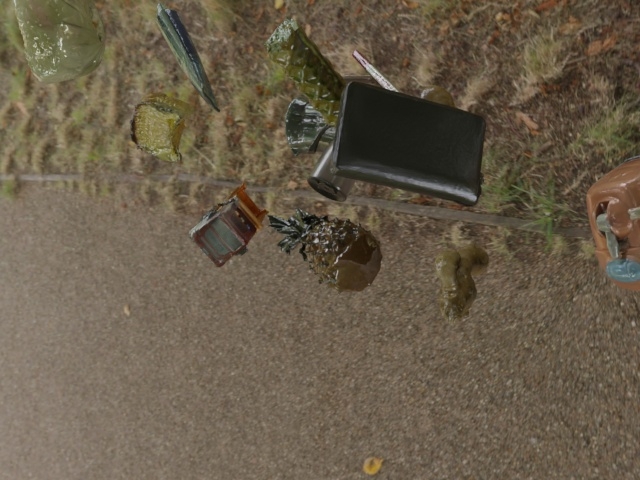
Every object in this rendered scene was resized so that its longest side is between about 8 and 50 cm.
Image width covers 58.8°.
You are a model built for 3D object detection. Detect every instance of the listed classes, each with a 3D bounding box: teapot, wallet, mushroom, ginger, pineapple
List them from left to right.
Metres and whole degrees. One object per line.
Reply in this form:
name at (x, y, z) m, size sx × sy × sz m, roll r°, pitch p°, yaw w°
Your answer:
pineapple at (0.003, -0.002, 1.313) m, size 0.364 × 0.166 × 0.165 m, roll 34°, pitch 110°, yaw 61°
teapot at (0.091, -0.364, 1.729) m, size 0.344 × 0.253 × 0.300 m, roll 12°, pitch 78°, yaw 32°
wallet at (0.138, -0.142, 0.845) m, size 0.250 × 0.044 × 0.148 m, roll 10°, pitch 83°, yaw -16°
mushroom at (0.239, -0.237, 1.224) m, size 0.071 × 0.209 × 0.084 m, roll -35°, pitch 66°, yaw -17°
ginger at (0.271, 0.077, 1.082) m, size 0.059 × 0.214 × 0.132 m, roll -13°, pitch 90°, yaw 37°

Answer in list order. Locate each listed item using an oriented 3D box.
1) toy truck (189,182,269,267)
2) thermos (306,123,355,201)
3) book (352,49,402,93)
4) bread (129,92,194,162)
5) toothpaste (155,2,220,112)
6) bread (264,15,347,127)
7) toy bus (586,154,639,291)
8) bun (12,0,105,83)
toy truck at (-0.196, -0.039, 1.266) m, size 0.135 × 0.270 × 0.114 m, roll -38°, pitch 102°, yaw 11°
thermos at (0.043, -0.207, 1.352) m, size 0.137 × 0.105 × 0.193 m, roll 27°, pitch 78°, yaw 4°
book at (0.153, -0.250, 1.035) m, size 0.022 × 0.162 × 0.231 m, roll -45°, pitch 45°, yaw 16°
bread at (-0.400, -0.275, 1.410) m, size 0.140 × 0.169 × 0.160 m, roll 20°, pitch 106°, yaw -7°
toothpaste at (-0.260, -0.360, 1.090) m, size 0.268 × 0.047 × 0.069 m, roll 62°, pitch 152°, yaw 21°
bread at (-0.008, -0.343, 1.205) m, size 0.087 × 0.269 × 0.098 m, roll -33°, pitch 41°, yaw 17°
toy bus at (0.650, -0.023, 1.123) m, size 0.194 × 0.232 × 0.287 m, roll -13°, pitch 96°, yaw 65°
bun at (-0.513, -0.423, 1.137) m, size 0.153 × 0.244 × 0.243 m, roll -6°, pitch 88°, yaw -16°
